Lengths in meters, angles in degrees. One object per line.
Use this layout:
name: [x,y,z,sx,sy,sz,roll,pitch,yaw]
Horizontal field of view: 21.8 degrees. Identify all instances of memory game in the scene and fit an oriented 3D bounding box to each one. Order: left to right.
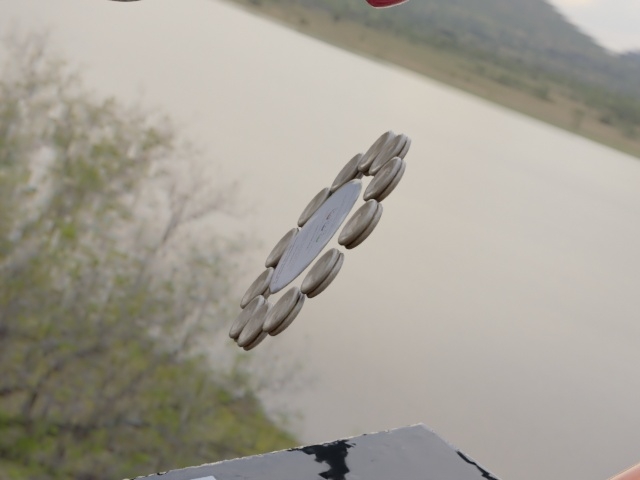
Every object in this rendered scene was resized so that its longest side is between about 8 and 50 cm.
memory game: [0.000,0.000,1.122,0.012,0.186,0.186,38,2,-12]

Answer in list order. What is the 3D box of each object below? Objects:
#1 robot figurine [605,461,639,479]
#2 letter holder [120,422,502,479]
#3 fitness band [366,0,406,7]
robot figurine: [0.254,0.225,1.228,0.219,0.128,0.158,-25,27,-20]
letter holder: [-0.033,0.243,0.880,0.302,0.214,0.152,-6,25,-37]
fitness band: [0.062,-0.384,1.888,0.054,0.209,0.291,-11,29,16]
